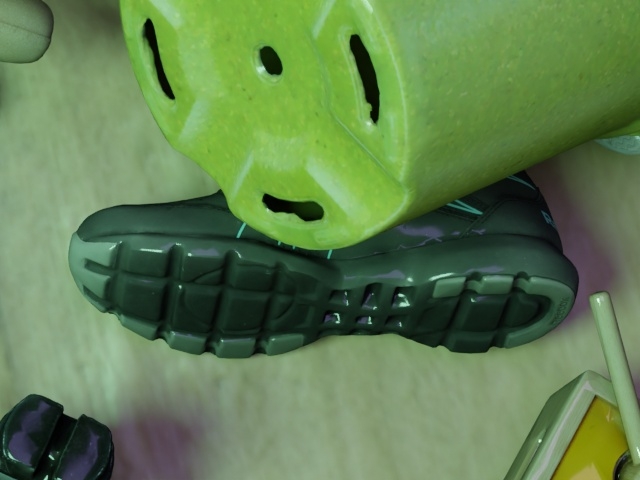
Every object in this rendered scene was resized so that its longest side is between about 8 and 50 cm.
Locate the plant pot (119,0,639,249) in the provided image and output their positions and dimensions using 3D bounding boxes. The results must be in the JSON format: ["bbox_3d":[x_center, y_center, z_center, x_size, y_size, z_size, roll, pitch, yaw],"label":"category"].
[{"bbox_3d":[0.053,-0.128,0.856,0.254,0.276,0.276,-33,81,-36],"label":"plant pot"}]

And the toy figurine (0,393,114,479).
[{"bbox_3d":[-0.169,0.192,0.838,0.209,0.148,0.213,-21,76,-20],"label":"toy figurine"}]

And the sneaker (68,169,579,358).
[{"bbox_3d":[0.000,0.000,0.954,0.267,0.101,0.106,3,55,-11],"label":"sneaker"}]

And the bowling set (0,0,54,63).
[{"bbox_3d":[-0.216,-0.145,0.893,0.154,0.287,0.200,14,98,-35],"label":"bowling set"}]

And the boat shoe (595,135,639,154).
[{"bbox_3d":[0.152,-0.217,1.015,0.119,0.121,0.335,-20,87,-36],"label":"boat shoe"}]

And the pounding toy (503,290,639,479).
[{"bbox_3d":[0.153,0.126,0.924,0.130,0.100,0.141,31,72,1],"label":"pounding toy"}]
